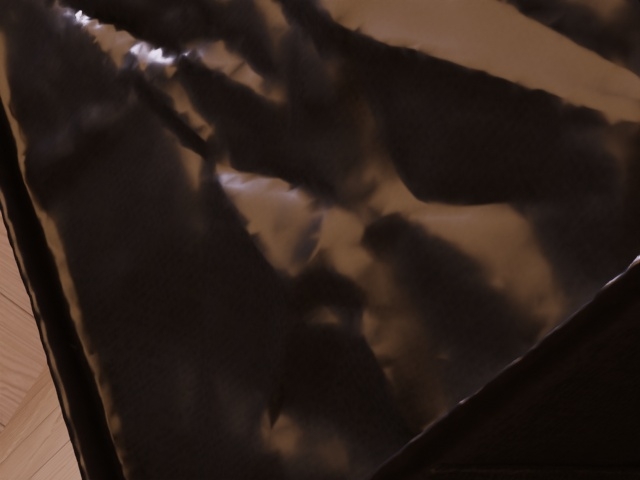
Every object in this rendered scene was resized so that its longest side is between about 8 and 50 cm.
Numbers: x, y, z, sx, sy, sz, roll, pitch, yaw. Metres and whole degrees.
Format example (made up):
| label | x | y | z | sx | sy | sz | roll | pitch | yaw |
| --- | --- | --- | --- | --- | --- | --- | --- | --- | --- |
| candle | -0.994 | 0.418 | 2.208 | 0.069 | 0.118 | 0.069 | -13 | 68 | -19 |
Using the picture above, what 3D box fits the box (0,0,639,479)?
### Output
| label | x | y | z | sx | sy | sz | roll | pitch | yaw |
| --- | --- | --- | --- | --- | --- | --- | --- | --- | --- |
| box | 0.040 | -0.061 | 0.568 | 0.251 | 0.204 | 0.345 | -45 | 54 | 32 |
